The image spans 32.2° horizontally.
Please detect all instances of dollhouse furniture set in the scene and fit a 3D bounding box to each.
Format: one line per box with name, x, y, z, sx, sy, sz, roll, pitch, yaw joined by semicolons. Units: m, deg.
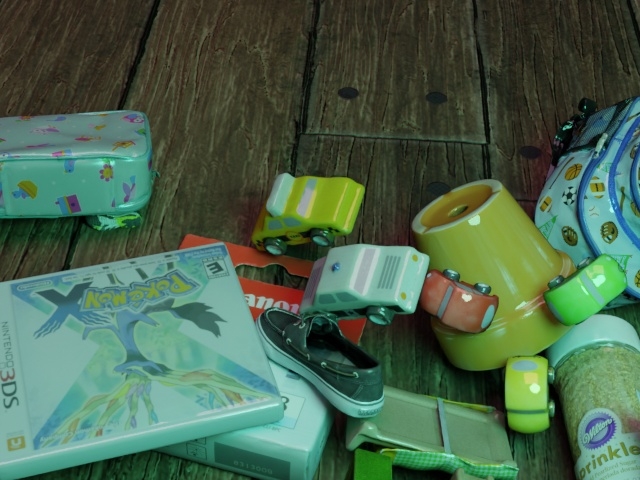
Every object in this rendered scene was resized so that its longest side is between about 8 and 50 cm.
dollhouse furniture set;0.113;0.300;1.288;0.197;0.151;0.301;16;17;-2

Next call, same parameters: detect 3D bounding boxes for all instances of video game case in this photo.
video game case;-0.241;0.133;1.350;0.329;0.036;0.300;-10;42;-14

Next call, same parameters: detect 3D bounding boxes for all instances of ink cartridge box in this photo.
ink cartridge box;-0.107;0.119;1.460;0.308;0.091;0.385;12;44;11

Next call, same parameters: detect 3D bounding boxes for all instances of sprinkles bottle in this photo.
sprinkles bottle;0.356;0.252;1.307;0.121;0.121;0.355;0;43;-3

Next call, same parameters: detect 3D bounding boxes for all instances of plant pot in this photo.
plant pot;0.214;0.032;1.433;0.205;0.188;0.205;-27;18;9

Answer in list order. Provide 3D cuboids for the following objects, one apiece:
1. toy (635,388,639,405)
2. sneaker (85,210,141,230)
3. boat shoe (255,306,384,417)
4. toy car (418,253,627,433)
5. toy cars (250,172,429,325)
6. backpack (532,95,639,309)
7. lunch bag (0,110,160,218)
toy;0.432;0.268;1.219;0.056;0.237;0.137;-28;35;20
sneaker;-0.311;-0.035;1.670;0.083;0.031;0.035;2;29;-6
boat shoe;-0.002;0.126;1.336;0.080;0.076;0.228;-10;30;-31
toy car;0.258;0.094;1.313;0.239;0.225;0.053;54;17;1
toy cars;0.000;0.000;1.468;0.176;0.087;0.393;-47;34;6
backpack;0.434;-0.038;1.540;0.276;0.213;0.263;44;68;-10
lunch bag;-0.385;-0.119;1.681;0.279;0.108;0.224;-3;24;-10
